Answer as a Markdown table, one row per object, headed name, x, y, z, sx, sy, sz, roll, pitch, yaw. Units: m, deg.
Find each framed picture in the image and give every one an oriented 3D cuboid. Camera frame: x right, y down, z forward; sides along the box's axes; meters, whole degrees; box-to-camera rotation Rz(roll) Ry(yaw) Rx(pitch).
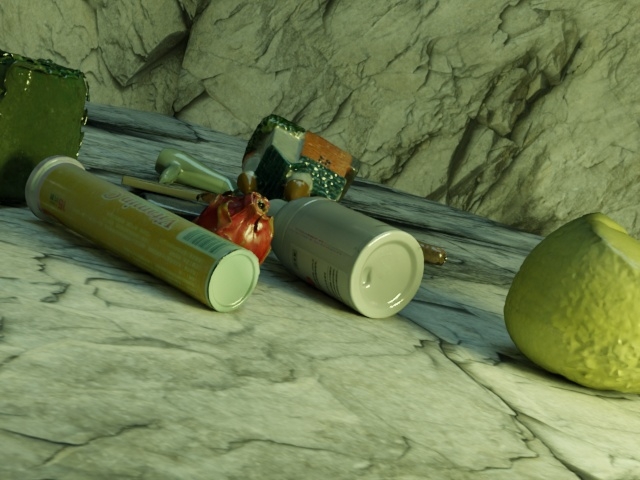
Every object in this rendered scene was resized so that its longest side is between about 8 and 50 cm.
| name | x | y | z | sx | sy | sz | roll | pitch | yaw |
| --- | --- | --- | --- | --- | --- | --- | --- | --- | --- |
| framed picture | -0.266 | -0.093 | 2.015 | 0.247 | 0.022 | 0.335 | 12 | 2 | -7 |

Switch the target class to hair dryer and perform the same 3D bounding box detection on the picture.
| name | x | y | z | sx | sy | sz | roll | pitch | yaw |
| --- | --- | --- | --- | --- | --- | --- | --- | --- | --- |
| hair dryer | -0.308 | -0.136 | 2.305 | 0.206 | 0.075 | 0.237 | 23 | 18 | 8 |

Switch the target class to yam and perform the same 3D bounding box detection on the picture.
| name | x | y | z | sx | sy | sz | roll | pitch | yaw |
| --- | --- | --- | --- | --- | --- | --- | --- | --- | --- |
| yam | 0.161 | 0.002 | 2.254 | 0.263 | 0.046 | 0.046 | 18 | 9 | 23 |

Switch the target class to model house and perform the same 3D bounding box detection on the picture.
| name | x | y | z | sx | sy | sz | roll | pitch | yaw |
| --- | --- | --- | --- | --- | --- | --- | --- | --- | --- |
| model house | -0.067 | -0.127 | 2.354 | 0.271 | 0.190 | 0.301 | 29 | 26 | -9 |

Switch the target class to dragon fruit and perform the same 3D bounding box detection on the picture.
| name | x | y | z | sx | sy | sz | roll | pitch | yaw |
| --- | --- | --- | --- | --- | --- | --- | --- | --- | --- |
| dragon fruit | -0.132 | -0.007 | 1.515 | 0.136 | 0.166 | 0.133 | 15 | 53 | -30 |

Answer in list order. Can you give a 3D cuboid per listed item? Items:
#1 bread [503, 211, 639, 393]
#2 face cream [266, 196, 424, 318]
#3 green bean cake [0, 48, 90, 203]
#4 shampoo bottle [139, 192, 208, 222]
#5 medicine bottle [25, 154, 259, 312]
| name | x | y | z | sx | sy | sz | roll | pitch | yaw |
| --- | --- | --- | --- | --- | --- | --- | --- | --- | --- |
| bread | 0.436 | 0.108 | 1.511 | 0.320 | 0.237 | 0.320 | 26 | 18 | -9 |
| face cream | 0.000 | 0.000 | 1.658 | 0.145 | 0.145 | 0.369 | 8 | 12 | -38 |
| green bean cake | -0.496 | -0.184 | 1.638 | 0.132 | 0.241 | 0.255 | 14 | 8 | 21 |
| shampoo bottle | -0.218 | -0.040 | 1.843 | 0.233 | 0.049 | 0.087 | 12 | 8 | -23 |
| medicine bottle | -0.266 | -0.013 | 1.441 | 0.426 | 0.108 | 0.108 | 25 | 13 | 39 |
